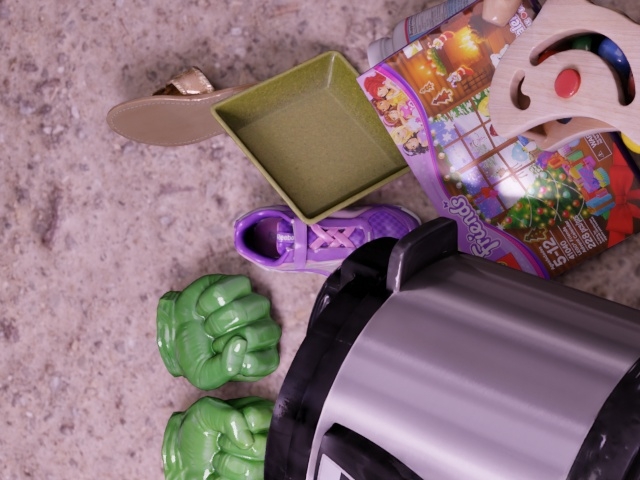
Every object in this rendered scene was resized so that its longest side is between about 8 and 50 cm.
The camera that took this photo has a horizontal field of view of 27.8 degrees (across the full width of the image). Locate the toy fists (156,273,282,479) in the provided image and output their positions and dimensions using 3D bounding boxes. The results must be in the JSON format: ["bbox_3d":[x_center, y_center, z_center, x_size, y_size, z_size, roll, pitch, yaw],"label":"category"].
[{"bbox_3d":[-0.116,0.178,1.524,0.142,0.096,0.279,-7,82,23],"label":"toy fists"}]

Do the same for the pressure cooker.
[{"bbox_3d":[0.151,0.207,1.240,0.420,0.375,0.370,21,80,36],"label":"pressure cooker"}]

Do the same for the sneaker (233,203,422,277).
[{"bbox_3d":[0.000,0.000,1.478,0.236,0.104,0.095,1,85,24],"label":"sneaker"}]

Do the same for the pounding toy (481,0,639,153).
[{"bbox_3d":[0.221,-0.154,1.207,0.269,0.155,0.154,40,111,47],"label":"pounding toy"}]

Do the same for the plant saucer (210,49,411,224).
[{"bbox_3d":[-0.002,-0.111,1.474,0.188,0.188,0.045,50,151,20],"label":"plant saucer"}]

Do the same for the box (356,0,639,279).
[{"bbox_3d":[0.200,-0.102,1.366,0.201,0.057,0.293,-31,93,21],"label":"box"}]

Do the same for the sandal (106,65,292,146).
[{"bbox_3d":[-0.141,-0.177,1.588,0.240,0.088,0.079,-5,52,18],"label":"sandal"}]

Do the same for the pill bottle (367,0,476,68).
[{"bbox_3d":[0.137,-0.218,1.438,0.160,0.087,0.087,-20,78,23],"label":"pill bottle"}]
